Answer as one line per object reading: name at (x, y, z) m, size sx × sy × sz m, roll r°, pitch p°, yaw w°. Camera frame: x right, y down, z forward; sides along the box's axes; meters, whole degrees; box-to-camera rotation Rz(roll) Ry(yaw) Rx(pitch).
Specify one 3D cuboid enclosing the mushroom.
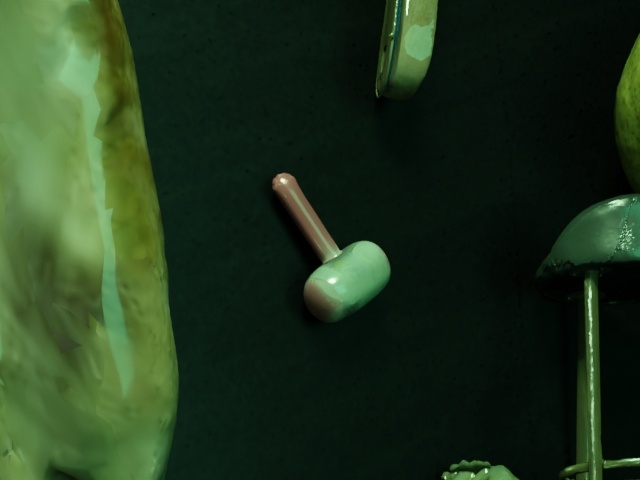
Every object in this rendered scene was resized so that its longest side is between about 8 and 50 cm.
mushroom at (-0.190, -0.039, 0.828) m, size 0.397 × 0.224 × 0.314 m, roll 70°, pitch 12°, yaw -45°

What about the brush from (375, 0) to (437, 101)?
brush at (0.044, -0.238, 1.111) m, size 0.065 × 0.070 × 0.327 m, roll 9°, pitch 75°, yaw -14°

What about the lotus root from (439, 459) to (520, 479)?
lotus root at (0.091, 0.203, 1.032) m, size 0.144 × 0.070 × 0.143 m, roll 47°, pitch 58°, yaw -17°

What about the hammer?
hammer at (0.000, 0.000, 1.043) m, size 0.052 × 0.031 × 0.083 m, roll -36°, pitch 94°, yaw -38°

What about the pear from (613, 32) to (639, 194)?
pear at (0.289, -0.070, 1.158) m, size 0.211 × 0.188 × 0.228 m, roll -39°, pitch 107°, yaw -37°

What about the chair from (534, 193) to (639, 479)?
chair at (0.166, 0.091, 1.096) m, size 0.104 × 0.095 × 0.221 m, roll 8°, pitch 74°, yaw -30°
